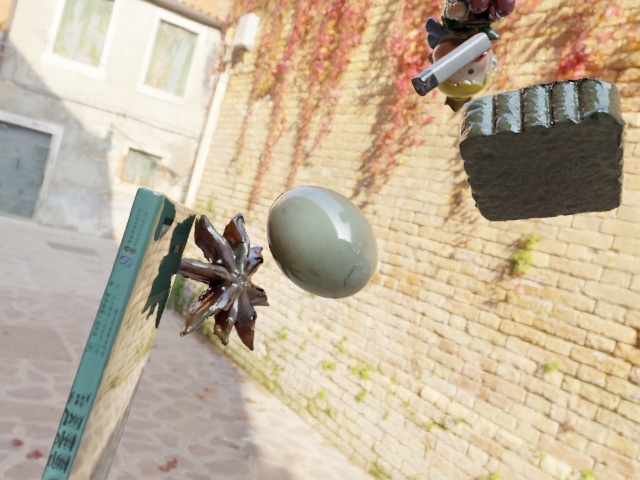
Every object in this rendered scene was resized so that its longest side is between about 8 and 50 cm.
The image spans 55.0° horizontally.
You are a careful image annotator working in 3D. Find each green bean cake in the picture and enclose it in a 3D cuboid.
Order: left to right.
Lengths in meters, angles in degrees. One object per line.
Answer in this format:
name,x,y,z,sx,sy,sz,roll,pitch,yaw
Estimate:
green bean cake,0.272,-0.108,0.757,0.183,0.094,0.185,-3,-29,24

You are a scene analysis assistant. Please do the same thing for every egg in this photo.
egg,0.000,0.000,1.146,0.253,0.187,0.186,46,19,31

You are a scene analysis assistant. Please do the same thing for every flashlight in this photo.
flashlight,0.118,-0.159,0.554,0.018,0.083,0.018,58,-18,-17

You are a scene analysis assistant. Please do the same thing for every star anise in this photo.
star anise,-0.173,0.082,1.138,0.088,0.289,0.288,-13,-12,28

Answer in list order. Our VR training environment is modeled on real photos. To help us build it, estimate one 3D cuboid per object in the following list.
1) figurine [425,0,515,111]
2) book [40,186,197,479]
figurine,0.253,-0.324,1.034,0.127,0.235,0.185,2,26,-14
book,-0.221,0.134,0.683,0.031,0.380,0.264,18,-3,-3
